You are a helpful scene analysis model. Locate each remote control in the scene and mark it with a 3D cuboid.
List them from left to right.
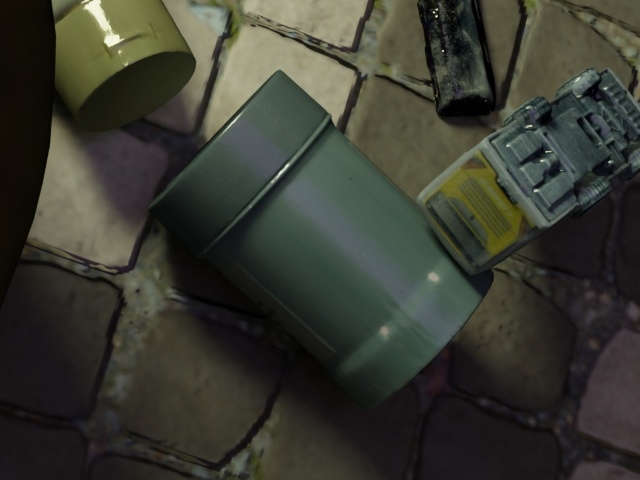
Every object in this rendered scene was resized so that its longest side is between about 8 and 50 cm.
[{"bbox_3d":[0.077,-0.118,1.016,0.039,0.014,0.096,-4,77,-21],"label":"remote control"}]

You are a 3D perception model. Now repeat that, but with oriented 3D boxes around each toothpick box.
[{"bbox_3d":[0.000,0.000,0.911,0.153,0.101,0.101,44,66,-6],"label":"toothpick box"}]

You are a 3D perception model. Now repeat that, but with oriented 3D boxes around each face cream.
[{"bbox_3d":[-0.146,-0.168,0.931,0.114,0.070,0.224,-24,73,-24],"label":"face cream"}]

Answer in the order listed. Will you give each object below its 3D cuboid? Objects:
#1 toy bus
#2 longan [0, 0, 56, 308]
[{"bbox_3d":[0.121,-0.039,0.937,0.064,0.075,0.190,53,29,4],"label":"toy bus"},{"bbox_3d":[-0.272,-0.084,0.688,0.336,0.404,0.404,-12,81,-12],"label":"longan"}]
